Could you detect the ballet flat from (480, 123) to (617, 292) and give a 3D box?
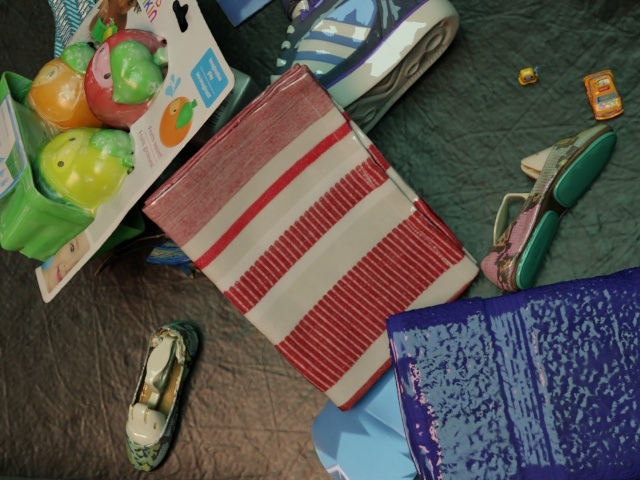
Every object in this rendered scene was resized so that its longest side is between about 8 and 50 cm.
[{"bbox_3d":[0.249,-0.047,1.212,0.079,0.077,0.221,30,88,37],"label":"ballet flat"}]

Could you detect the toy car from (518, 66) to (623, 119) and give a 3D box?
[{"bbox_3d":[0.289,-0.172,1.236,0.122,0.040,0.060,1,80,14],"label":"toy car"}]

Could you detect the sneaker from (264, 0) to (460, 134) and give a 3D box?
[{"bbox_3d":[-0.016,-0.240,1.283,0.323,0.130,0.236,-42,71,3],"label":"sneaker"}]

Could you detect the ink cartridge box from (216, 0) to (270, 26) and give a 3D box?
[{"bbox_3d":[-0.080,-0.488,1.379,0.304,0.072,0.307,-36,71,5],"label":"ink cartridge box"}]

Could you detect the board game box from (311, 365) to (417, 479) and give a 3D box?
[{"bbox_3d":[0.073,0.210,1.225,0.133,0.033,0.168,31,83,22],"label":"board game box"}]

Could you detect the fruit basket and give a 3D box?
[{"bbox_3d":[-0.260,-0.156,1.227,0.353,0.165,0.327,-50,45,27],"label":"fruit basket"}]

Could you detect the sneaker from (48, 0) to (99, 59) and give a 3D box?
[{"bbox_3d":[-0.304,-0.283,1.391,0.087,0.092,0.228,-10,97,12],"label":"sneaker"}]

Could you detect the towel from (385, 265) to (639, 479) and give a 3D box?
[{"bbox_3d":[0.239,0.162,1.156,0.308,0.076,0.227,-12,84,3],"label":"towel"}]

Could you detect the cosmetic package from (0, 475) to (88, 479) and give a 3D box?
[{"bbox_3d":[-0.312,0.348,1.204,0.385,0.217,0.156,-2,79,13],"label":"cosmetic package"}]

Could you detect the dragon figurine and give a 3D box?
[{"bbox_3d":[-0.155,-0.007,1.265,0.289,0.144,0.085,-1,79,14],"label":"dragon figurine"}]

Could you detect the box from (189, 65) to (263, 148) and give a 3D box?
[{"bbox_3d":[-0.136,-0.166,1.320,0.102,0.087,0.101,28,87,18],"label":"box"}]

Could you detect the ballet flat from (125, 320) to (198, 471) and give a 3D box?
[{"bbox_3d":[-0.202,0.185,1.283,0.070,0.070,0.188,12,83,16],"label":"ballet flat"}]

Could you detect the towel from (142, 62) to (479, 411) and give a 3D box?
[{"bbox_3d":[0.000,0.000,1.176,0.237,0.037,0.329,-45,104,-7],"label":"towel"}]
